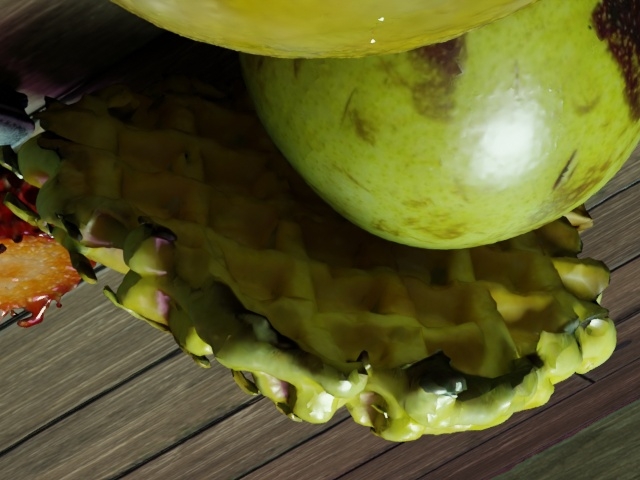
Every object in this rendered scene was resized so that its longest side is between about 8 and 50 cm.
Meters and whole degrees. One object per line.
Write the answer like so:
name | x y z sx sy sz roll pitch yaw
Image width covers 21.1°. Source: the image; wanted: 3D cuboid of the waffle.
waffle | 0.000 0.000 1.122 0.382 0.380 0.095 -12 132 -54

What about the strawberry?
strawberry | -0.230 0.001 1.235 0.145 0.086 0.145 -23 159 -10

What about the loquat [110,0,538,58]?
loquat | 0.028 -0.215 0.639 0.328 0.359 0.328 -27 141 -25

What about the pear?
pear | 0.084 -0.134 1.027 0.284 0.283 0.283 -23 160 -9

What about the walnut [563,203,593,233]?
walnut | 0.149 -0.032 1.596 0.211 0.087 0.167 -15 163 26

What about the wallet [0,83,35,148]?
wallet | -0.308 -0.044 1.102 0.222 0.036 0.167 -33 159 21
